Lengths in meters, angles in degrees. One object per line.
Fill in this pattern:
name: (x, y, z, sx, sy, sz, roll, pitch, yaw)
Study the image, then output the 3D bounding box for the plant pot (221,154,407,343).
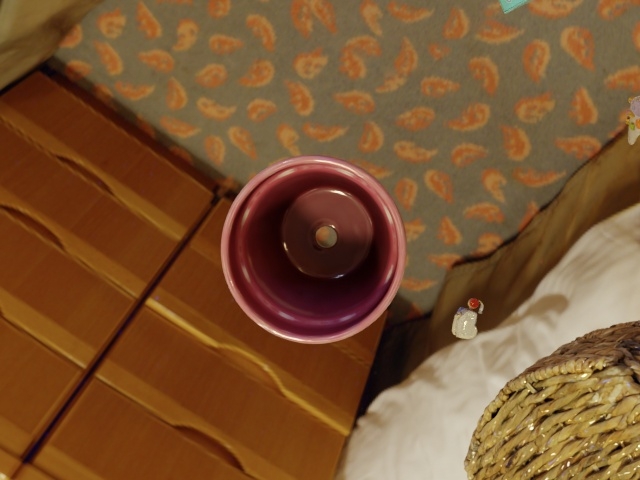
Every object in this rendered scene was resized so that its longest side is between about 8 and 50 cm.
plant pot: (0.000, 0.000, 0.879, 0.202, 0.180, 0.201, 1, 98, 6)

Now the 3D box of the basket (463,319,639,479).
basket: (0.318, 0.199, 0.786, 0.213, 0.223, 0.299, 56, 146, 21)

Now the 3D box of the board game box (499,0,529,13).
board game box: (0.354, -0.529, 1.151, 0.253, 0.079, 0.336, 63, 159, -7)

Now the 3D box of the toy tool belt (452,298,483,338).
toy tool belt: (0.289, 0.154, 1.507, 0.052, 0.051, 0.083, 16, 87, -7)

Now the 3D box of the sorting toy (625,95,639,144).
sorting toy: (0.600, -0.225, 1.442, 0.045, 0.083, 0.075, 10, 139, 13)
